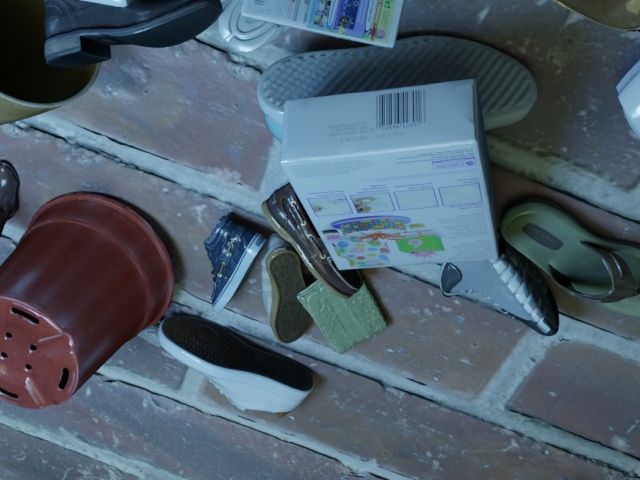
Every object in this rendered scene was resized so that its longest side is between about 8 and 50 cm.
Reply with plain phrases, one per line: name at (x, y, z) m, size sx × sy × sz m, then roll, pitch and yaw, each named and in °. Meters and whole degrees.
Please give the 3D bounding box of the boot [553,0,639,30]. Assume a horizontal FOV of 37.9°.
boot at (0.283, -0.336, 1.104) m, size 0.305 × 0.115 × 0.112 m, roll 33°, pitch 124°, yaw -15°

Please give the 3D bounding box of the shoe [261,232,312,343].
shoe at (-0.058, 0.080, 1.533) m, size 0.076 × 0.058 × 0.219 m, roll -18°, pitch 133°, yaw -16°

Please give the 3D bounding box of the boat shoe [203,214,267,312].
boat shoe at (-0.156, 0.037, 1.516) m, size 0.083 × 0.065 × 0.183 m, roll 34°, pitch 129°, yaw 2°

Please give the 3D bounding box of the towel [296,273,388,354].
towel at (0.039, 0.112, 1.532) m, size 0.110 × 0.027 × 0.148 m, roll -31°, pitch 118°, yaw 4°

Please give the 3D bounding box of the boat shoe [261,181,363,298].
boat shoe at (0.000, 0.000, 1.432) m, size 0.073 × 0.073 × 0.207 m, roll -35°, pitch 106°, yaw 27°

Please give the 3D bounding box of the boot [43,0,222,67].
boot at (-0.264, -0.351, 1.167) m, size 0.263 × 0.091 × 0.229 m, roll -11°, pitch 87°, yaw 12°

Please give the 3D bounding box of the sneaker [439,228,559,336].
sneaker at (0.262, 0.073, 1.450) m, size 0.132 × 0.086 × 0.229 m, roll -31°, pitch 106°, yaw 35°

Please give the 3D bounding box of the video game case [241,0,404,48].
video game case at (0.018, -0.357, 1.132) m, size 0.193 × 0.023 × 0.212 m, roll 12°, pitch 97°, yaw 2°

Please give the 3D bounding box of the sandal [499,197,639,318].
sandal at (0.397, 0.045, 1.389) m, size 0.303 × 0.086 × 0.120 m, roll 26°, pitch 128°, yaw -9°

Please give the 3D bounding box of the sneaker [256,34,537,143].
sneaker at (0.102, -0.184, 1.272) m, size 0.366 × 0.135 × 0.150 m, roll 2°, pitch 157°, yaw 4°

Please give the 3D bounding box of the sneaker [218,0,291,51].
sneaker at (-0.026, -0.326, 1.198) m, size 0.235 × 0.095 × 0.090 m, roll -31°, pitch 91°, yaw 9°

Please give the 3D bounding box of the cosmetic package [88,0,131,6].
cosmetic package at (-0.285, -0.482, 0.927) m, size 0.329 × 0.394 × 0.327 m, roll 11°, pitch 128°, yaw 4°

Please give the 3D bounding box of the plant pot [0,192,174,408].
plant pot at (-0.404, 0.104, 1.453) m, size 0.272 × 0.265 × 0.272 m, roll 7°, pitch 120°, yaw 13°

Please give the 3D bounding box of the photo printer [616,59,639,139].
photo printer at (0.551, -0.159, 1.189) m, size 0.256 × 0.107 × 0.307 m, roll -32°, pitch 116°, yaw 30°

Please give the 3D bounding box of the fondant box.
fondant box at (0.105, -0.072, 1.241) m, size 0.238 × 0.096 × 0.330 m, roll -4°, pitch 153°, yaw 13°

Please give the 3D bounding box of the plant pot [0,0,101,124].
plant pot at (-0.469, -0.250, 1.269) m, size 0.254 × 0.237 × 0.237 m, roll -19°, pitch 122°, yaw 40°

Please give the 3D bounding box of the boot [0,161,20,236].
boot at (-0.514, -0.053, 1.478) m, size 0.037 × 0.114 × 0.106 m, roll 5°, pitch 128°, yaw 7°

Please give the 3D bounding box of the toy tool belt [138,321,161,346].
toy tool belt at (-0.302, 0.145, 1.638) m, size 0.083 × 0.051 × 0.052 m, roll 30°, pitch 144°, yaw 4°

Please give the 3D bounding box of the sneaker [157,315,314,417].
sneaker at (-0.165, 0.237, 1.635) m, size 0.290 × 0.106 × 0.123 m, roll 27°, pitch 125°, yaw -11°
